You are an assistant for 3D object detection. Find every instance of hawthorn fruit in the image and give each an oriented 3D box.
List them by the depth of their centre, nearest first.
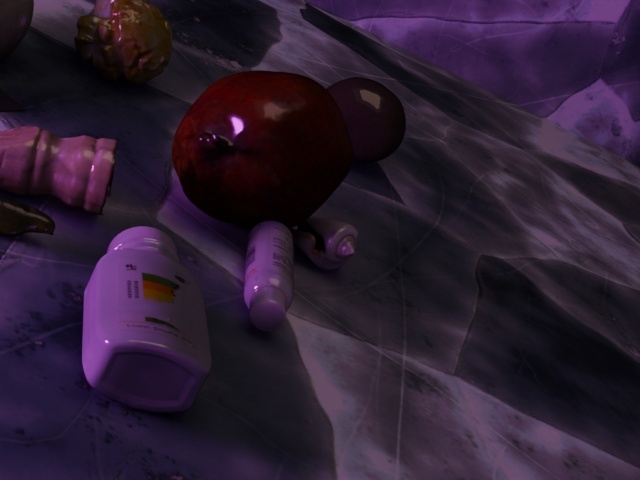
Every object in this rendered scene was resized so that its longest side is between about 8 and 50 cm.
[{"bbox_3d":[-0.110,-0.151,1.931,0.308,0.308,0.325,36,47,16],"label":"hawthorn fruit"}]

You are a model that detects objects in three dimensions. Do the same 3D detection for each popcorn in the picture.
[{"bbox_3d":[-0.403,-0.425,2.283,0.204,0.184,0.221,53,8,-28],"label":"popcorn"}]

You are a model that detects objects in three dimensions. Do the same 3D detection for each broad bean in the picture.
[{"bbox_3d":[-0.480,-0.041,1.562,0.195,0.046,0.061,8,42,-31],"label":"broad bean"}]

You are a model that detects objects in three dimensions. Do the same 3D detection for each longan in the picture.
[{"bbox_3d":[0.095,-0.285,2.550,0.220,0.196,0.196,29,23,3],"label":"longan"}]

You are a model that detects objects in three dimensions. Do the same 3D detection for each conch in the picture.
[{"bbox_3d":[-0.002,-0.008,1.996,0.104,0.094,0.176,-36,54,-22],"label":"conch"}]

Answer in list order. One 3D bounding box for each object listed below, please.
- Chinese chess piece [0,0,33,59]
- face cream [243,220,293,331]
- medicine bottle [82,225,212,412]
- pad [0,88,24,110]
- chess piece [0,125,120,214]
[{"bbox_3d":[-0.713,-0.463,2.038,0.349,0.146,0.349,25,23,-12],"label":"Chinese chess piece"},{"bbox_3d":[-0.083,0.058,1.775,0.082,0.082,0.269,24,23,-12],"label":"face cream"},{"bbox_3d":[-0.236,0.098,1.479,0.161,0.111,0.296,20,23,-20],"label":"medicine bottle"},{"bbox_3d":[-0.631,-0.260,1.894,0.143,0.003,0.211,39,25,21],"label":"pad"},{"bbox_3d":[-0.469,-0.125,1.687,0.301,0.137,0.137,11,27,-14],"label":"chess piece"}]
